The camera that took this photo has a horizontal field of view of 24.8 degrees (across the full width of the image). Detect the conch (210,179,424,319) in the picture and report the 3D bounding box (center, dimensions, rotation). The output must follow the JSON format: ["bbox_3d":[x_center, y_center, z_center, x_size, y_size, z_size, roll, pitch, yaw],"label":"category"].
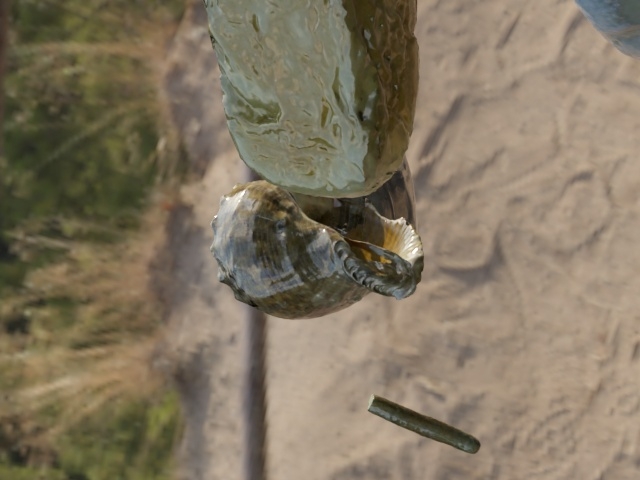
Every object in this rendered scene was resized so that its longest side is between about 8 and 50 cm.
[{"bbox_3d":[0.000,0.000,1.252,0.207,0.130,0.155,8,51,31],"label":"conch"}]

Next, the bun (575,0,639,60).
[{"bbox_3d":[0.248,-0.309,1.193,0.194,0.354,0.354,-36,50,16],"label":"bun"}]

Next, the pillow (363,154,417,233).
[{"bbox_3d":[0.048,-0.029,1.738,0.106,0.250,0.185,-3,99,31],"label":"pillow"}]

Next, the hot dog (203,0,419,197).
[{"bbox_3d":[-0.006,-0.133,0.607,0.084,0.073,0.242,12,128,34],"label":"hot dog"}]

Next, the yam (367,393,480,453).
[{"bbox_3d":[0.098,0.175,1.378,0.021,0.116,0.021,-156,90,-84],"label":"yam"}]
